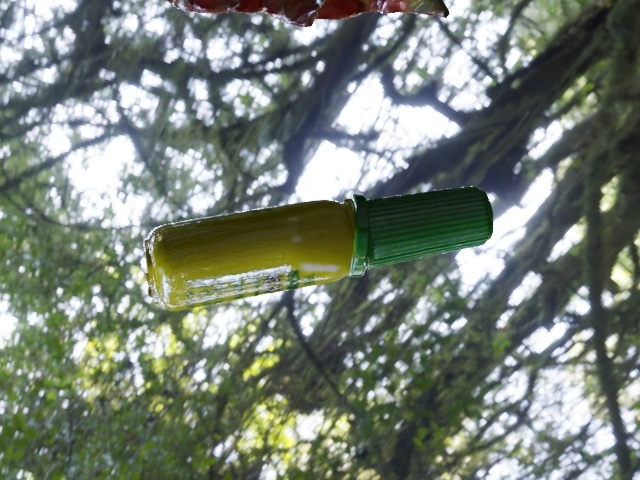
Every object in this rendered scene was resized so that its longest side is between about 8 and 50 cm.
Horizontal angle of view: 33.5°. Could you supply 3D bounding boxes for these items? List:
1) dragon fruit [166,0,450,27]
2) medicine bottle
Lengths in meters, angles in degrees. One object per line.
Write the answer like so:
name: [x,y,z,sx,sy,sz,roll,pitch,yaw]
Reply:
dragon fruit: [0.020,-0.349,1.078,0.329,0.286,0.228,24,-148,-9]
medicine bottle: [0.000,0.000,0.928,0.309,0.111,0.076,-11,-95,-9]
